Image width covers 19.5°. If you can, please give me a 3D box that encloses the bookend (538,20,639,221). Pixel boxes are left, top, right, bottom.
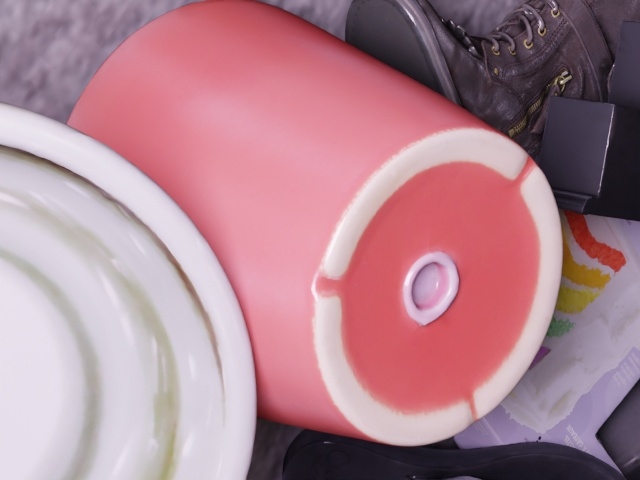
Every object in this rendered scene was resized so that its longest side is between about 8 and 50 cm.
[{"bbox_3d":[0.223,-0.093,1.335,0.157,0.072,0.156,5,96,-43],"label":"bookend"}]

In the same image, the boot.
[{"bbox_3d":[0.143,-0.151,1.351,0.229,0.091,0.263,-53,133,-20],"label":"boot"}]

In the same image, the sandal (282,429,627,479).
[{"bbox_3d":[0.098,0.194,1.344,0.254,0.054,0.097,5,118,-3],"label":"sandal"}]

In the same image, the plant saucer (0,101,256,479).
[{"bbox_3d":[-0.239,0.097,1.056,0.400,0.100,0.400,-6,113,-14],"label":"plant saucer"}]

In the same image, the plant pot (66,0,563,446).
[{"bbox_3d":[0.000,0.000,1.169,0.275,0.243,0.275,-13,112,-35],"label":"plant pot"}]

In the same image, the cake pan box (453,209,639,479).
[{"bbox_3d":[0.210,0.095,1.438,0.246,0.070,0.267,-45,112,-21],"label":"cake pan box"}]
